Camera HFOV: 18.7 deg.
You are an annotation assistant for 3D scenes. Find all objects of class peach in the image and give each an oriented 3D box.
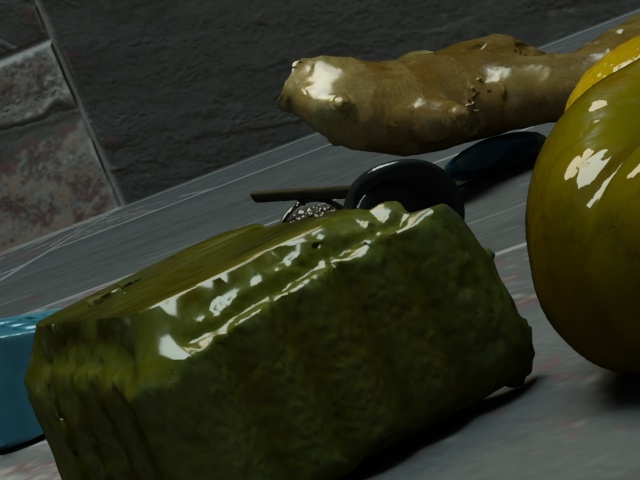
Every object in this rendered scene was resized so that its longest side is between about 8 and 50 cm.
[{"bbox_3d":[0.214,-0.029,0.946,0.251,0.153,0.251,-36,12,9],"label":"peach"}]

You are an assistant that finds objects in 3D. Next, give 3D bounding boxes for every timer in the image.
[{"bbox_3d":[-0.187,0.078,1.588,0.250,0.091,0.232,-21,6,-20],"label":"timer"}]

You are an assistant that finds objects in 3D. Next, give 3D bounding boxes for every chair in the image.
[{"bbox_3d":[0.018,0.003,1.539,0.221,0.104,0.095,-20,39,56],"label":"chair"}]

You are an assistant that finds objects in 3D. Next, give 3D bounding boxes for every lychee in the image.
[{"bbox_3d":[0.000,0.000,1.699,0.067,0.068,0.083,32,36,28],"label":"lychee"}]

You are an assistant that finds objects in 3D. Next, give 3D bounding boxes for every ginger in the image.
[{"bbox_3d":[0.168,-0.142,1.858,0.363,0.122,0.348,4,17,27],"label":"ginger"}]

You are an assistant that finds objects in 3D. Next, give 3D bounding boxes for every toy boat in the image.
[{"bbox_3d":[0.188,-0.086,1.942,0.105,0.034,0.149,-21,-6,38],"label":"toy boat"}]

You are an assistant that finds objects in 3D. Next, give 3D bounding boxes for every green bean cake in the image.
[{"bbox_3d":[-0.031,0.062,1.073,0.233,0.124,0.236,-25,7,-26],"label":"green bean cake"}]

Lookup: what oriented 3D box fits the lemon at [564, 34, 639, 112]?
[{"bbox_3d":[0.228,-0.062,1.138,0.187,0.142,0.142,-20,7,7],"label":"lemon"}]
